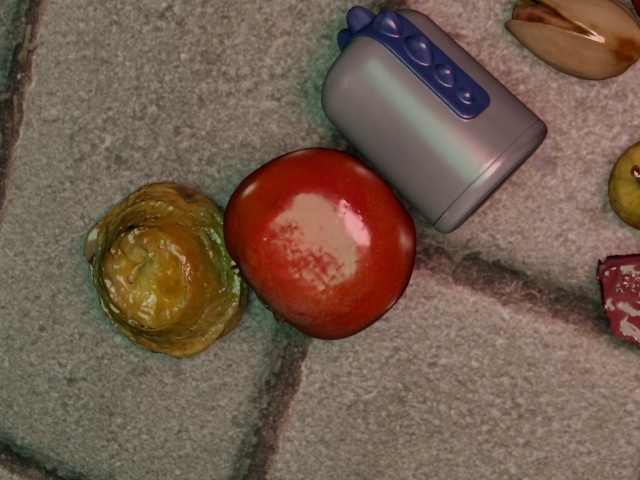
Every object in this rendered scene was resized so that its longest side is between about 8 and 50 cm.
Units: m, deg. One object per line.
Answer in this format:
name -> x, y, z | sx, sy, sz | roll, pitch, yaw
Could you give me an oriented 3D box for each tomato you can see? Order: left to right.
tomato -> 0.000, 0.000, 1.670 | 0.290, 0.293, 0.325 | -41, 81, 6

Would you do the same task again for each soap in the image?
soap -> 0.569, 0.098, 1.588 | 0.289, 0.112, 0.182 | 26, 104, 13

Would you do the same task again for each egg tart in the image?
egg tart -> -0.293, 0.064, 1.854 | 0.341, 0.129, 0.341 | 4, 103, 18

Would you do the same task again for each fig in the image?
fig -> 0.493, -0.097, 1.530 | 0.160, 0.230, 0.143 | -45, 44, 25

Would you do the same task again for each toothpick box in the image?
toothpick box -> 0.158, -0.214, 1.587 | 0.354, 0.263, 0.263 | 45, 110, 7

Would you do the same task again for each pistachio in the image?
pistachio -> 0.389, -0.322, 1.551 | 0.215, 0.144, 0.144 | 25, 107, 20

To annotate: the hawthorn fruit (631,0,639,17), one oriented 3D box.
hawthorn fruit -> 0.550, -0.375, 1.472 | 0.169, 0.169, 0.188 | 49, 120, 4
